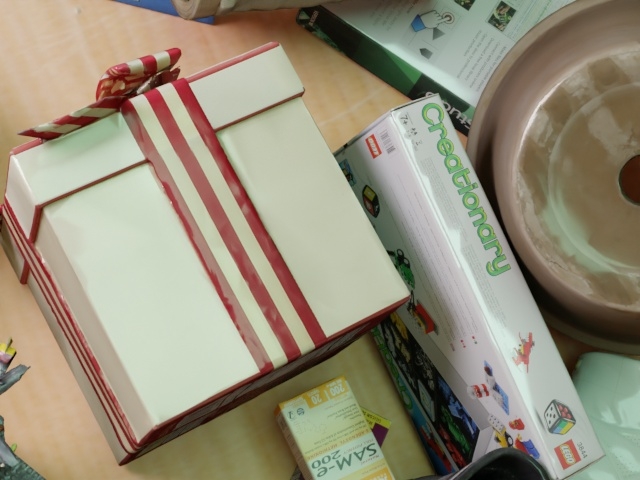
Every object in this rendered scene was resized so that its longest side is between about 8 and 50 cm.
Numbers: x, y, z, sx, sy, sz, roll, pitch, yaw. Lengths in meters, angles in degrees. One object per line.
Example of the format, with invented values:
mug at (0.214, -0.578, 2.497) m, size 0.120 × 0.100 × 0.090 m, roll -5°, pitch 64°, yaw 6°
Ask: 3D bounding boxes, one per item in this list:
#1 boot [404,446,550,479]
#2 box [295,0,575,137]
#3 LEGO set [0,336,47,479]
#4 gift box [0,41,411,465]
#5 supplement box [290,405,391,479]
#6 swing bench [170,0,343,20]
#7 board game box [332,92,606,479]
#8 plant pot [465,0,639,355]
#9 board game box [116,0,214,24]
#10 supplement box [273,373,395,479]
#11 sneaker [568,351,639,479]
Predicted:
boot at (0.012, 0.280, 0.987) m, size 0.118 × 0.223 × 0.338 m, roll 44°, pitch 68°, yaw 2°
box at (0.170, -0.214, 1.280) m, size 0.322 × 0.058 × 0.232 m, roll 34°, pitch 68°, yaw 1°
LEGO set at (-0.223, 0.253, 0.935) m, size 0.331 × 0.192 × 0.255 m, roll 44°, pitch 71°, yaw 12°
gift box at (-0.122, 0.009, 1.031) m, size 0.276 × 0.255 × 0.258 m, roll -24°, pitch 81°, yaw -25°
supplement box at (0.016, 0.180, 1.118) m, size 0.055 × 0.043 × 0.083 m, roll 27°, pitch 69°, yaw -4°
swing bench at (-0.015, -0.314, 1.159) m, size 0.253 × 0.165 × 0.255 m, roll -9°, pitch 79°, yaw -15°
board game box at (0.098, 0.053, 1.077) m, size 0.053 × 0.193 × 0.305 m, roll -23°, pitch 87°, yaw -24°
plant pot at (0.258, -0.050, 1.050) m, size 0.323 × 0.280 × 0.323 m, roll 1°, pitch 96°, yaw 14°
board game box at (-0.184, -0.302, 1.228) m, size 0.210 × 0.047 × 0.160 m, roll 13°, pitch 70°, yaw -10°
supplement box at (0.011, 0.167, 1.077) m, size 0.062 × 0.036 × 0.098 m, roll -23°, pitch 77°, yaw -17°
sneaker at (0.337, 0.202, 1.153) m, size 0.292 × 0.108 × 0.169 m, roll 26°, pitch 71°, yaw -2°
